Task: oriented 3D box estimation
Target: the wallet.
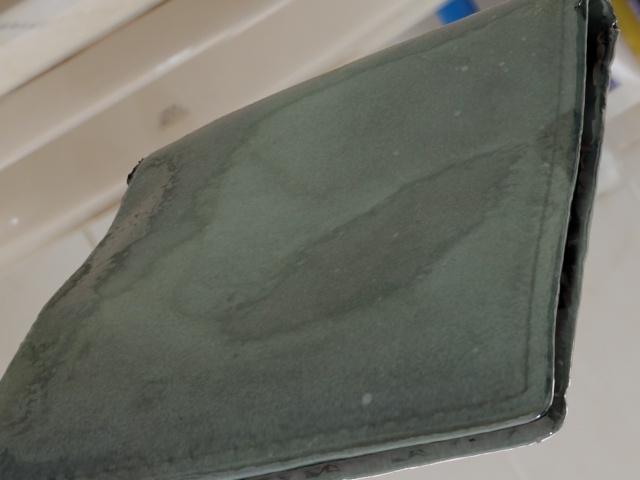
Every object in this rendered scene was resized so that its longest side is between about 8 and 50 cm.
[{"bbox_3d":[-0.001,-0.001,0.608,0.251,0.054,0.290,-18,-153,26],"label":"wallet"}]
